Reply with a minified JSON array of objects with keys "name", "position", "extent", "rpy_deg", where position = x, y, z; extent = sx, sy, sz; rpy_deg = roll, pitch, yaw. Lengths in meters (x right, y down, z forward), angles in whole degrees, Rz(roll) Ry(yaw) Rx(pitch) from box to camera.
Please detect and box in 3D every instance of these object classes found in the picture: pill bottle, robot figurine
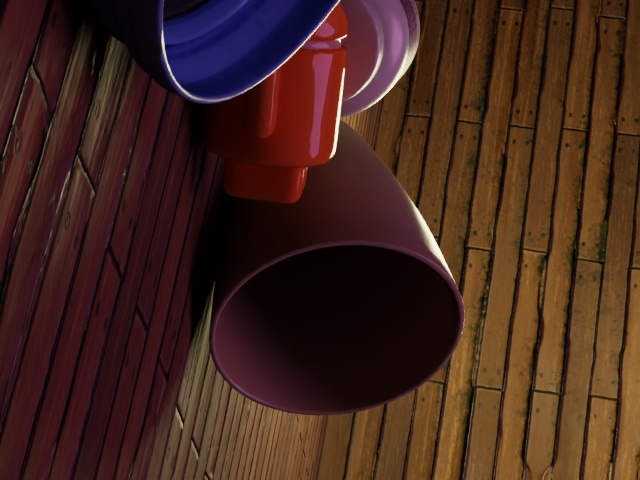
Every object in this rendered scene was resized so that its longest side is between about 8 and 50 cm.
[{"name":"pill bottle","position":[0.015,-0.220,1.527],"extent":[0.301,0.169,0.169],"rpy_deg":[-57,155,-77]},{"name":"robot figurine","position":[-0.042,-0.148,1.296],"extent":[0.158,0.128,0.219],"rpy_deg":[-10,113,-47]}]

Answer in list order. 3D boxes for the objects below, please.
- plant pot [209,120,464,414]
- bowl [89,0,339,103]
[{"name":"plant pot","position":[0.000,0.000,1.511],"extent":[0.274,0.257,0.256],"rpy_deg":[-100,-171,-46]},{"name":"bowl","position":[-0.019,-0.276,0.932],"extent":[0.391,0.077,0.391],"rpy_deg":[-54,167,-18]}]
